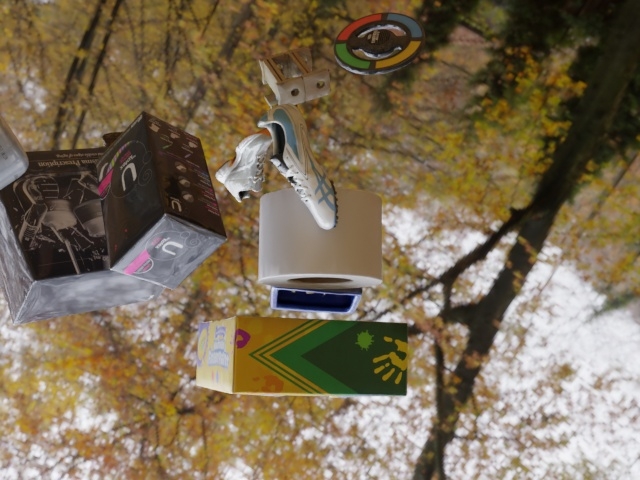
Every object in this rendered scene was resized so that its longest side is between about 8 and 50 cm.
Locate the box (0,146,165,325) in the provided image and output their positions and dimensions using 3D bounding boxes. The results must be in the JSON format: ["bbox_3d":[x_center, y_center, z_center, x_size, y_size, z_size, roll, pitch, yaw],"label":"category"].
[{"bbox_3d":[-0.516,-0.022,1.801,0.343,0.179,0.313,-10,-117,-41],"label":"box"}]

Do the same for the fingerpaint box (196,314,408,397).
[{"bbox_3d":[-0.059,0.262,1.887,0.371,0.163,0.445,4,172,-18],"label":"fingerpaint box"}]

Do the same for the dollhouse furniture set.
[{"bbox_3d":[-0.053,-0.335,1.990,0.128,0.184,0.129,-18,-136,-12],"label":"dollhouse furniture set"}]

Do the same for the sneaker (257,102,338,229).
[{"bbox_3d":[-0.039,-0.124,1.497,0.237,0.086,0.085,66,159,-5],"label":"sneaker"}]

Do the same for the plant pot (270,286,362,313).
[{"bbox_3d":[-0.009,0.064,2.241,0.235,0.212,0.236,5,162,-4],"label":"plant pot"}]

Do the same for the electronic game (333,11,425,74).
[{"bbox_3d":[0.144,-0.488,2.090,0.229,0.229,0.048,47,164,38],"label":"electronic game"}]

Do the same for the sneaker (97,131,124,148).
[{"bbox_3d":[-0.554,-0.222,2.338,0.109,0.130,0.286,0,-156,3],"label":"sneaker"}]

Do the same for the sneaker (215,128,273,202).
[{"bbox_3d":[-0.180,-0.204,2.304,0.099,0.262,0.121,-30,-100,-41],"label":"sneaker"}]

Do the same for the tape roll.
[{"bbox_3d":[0.000,0.000,1.662,0.246,0.169,0.246,0,171,0],"label":"tape roll"}]

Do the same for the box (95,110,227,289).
[{"bbox_3d":[-0.297,-0.074,1.543,0.143,0.165,0.270,24,-146,-42],"label":"box"}]

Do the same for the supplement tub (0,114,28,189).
[{"bbox_3d":[-0.607,-0.095,1.225,0.193,0.316,0.194,44,161,20],"label":"supplement tub"}]
